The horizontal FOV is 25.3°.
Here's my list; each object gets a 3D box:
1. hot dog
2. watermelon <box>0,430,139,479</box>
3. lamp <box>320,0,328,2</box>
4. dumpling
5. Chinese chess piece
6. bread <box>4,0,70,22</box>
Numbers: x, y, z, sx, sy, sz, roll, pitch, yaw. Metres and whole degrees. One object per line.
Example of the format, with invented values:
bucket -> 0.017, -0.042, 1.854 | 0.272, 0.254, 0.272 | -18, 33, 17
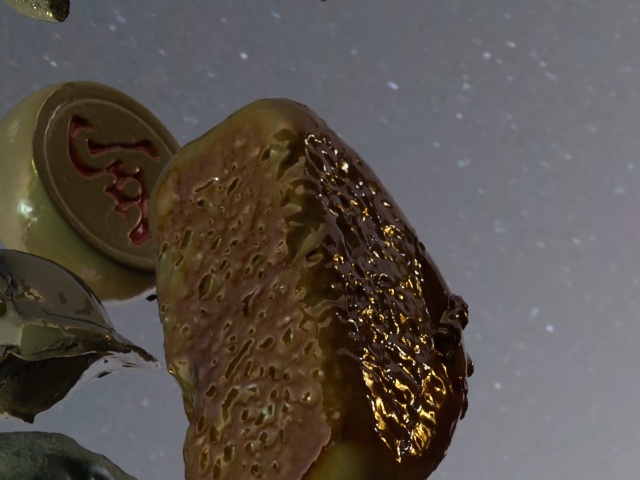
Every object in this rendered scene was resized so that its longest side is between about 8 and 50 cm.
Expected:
hot dog -> -0.003, 0.058, 0.813 | 0.150, 0.256, 0.153 | -26, -31, 25
watermelon -> -0.174, 0.252, 0.937 | 0.322, 0.188, 0.175 | 20, -61, -44
lamp -> 0.060, -0.337, 1.529 | 0.193, 0.106, 0.106 | -34, -42, 12
dumpling -> -0.278, 0.081, 1.342 | 0.204, 0.293, 0.163 | -19, -84, -39
Chinese chess piece -> -0.257, -0.054, 1.630 | 0.102, 0.273, 0.273 | -30, -32, 34
bread -> -0.266, -0.284, 1.203 | 0.036, 0.112, 0.193 | -21, -63, -59
